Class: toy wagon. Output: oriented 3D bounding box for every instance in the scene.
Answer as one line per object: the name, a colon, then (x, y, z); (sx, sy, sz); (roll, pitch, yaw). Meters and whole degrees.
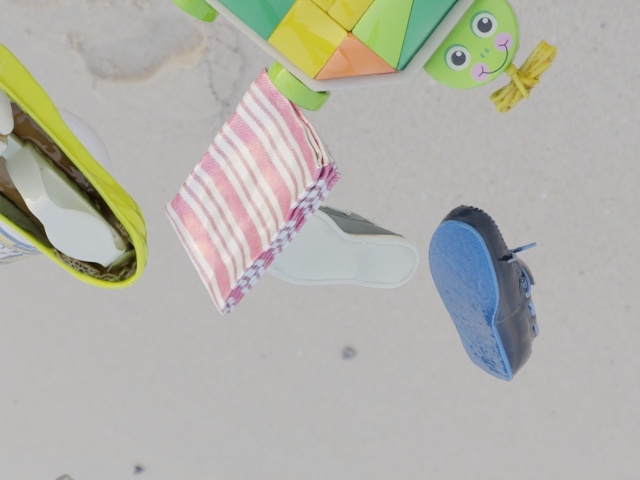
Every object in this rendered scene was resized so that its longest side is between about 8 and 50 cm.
toy wagon: (0.038, -0.230, 0.845); (0.344, 0.068, 0.267); (41, 111, 4)

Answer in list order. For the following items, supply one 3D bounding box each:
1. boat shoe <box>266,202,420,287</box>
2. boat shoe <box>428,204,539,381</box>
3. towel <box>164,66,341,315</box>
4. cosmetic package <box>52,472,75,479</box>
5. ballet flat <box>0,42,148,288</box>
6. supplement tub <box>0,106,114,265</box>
boat shoe: (0.000, 0.000, 1.610); (0.319, 0.116, 0.099); (12, -163, -33)
boat shoe: (0.180, 0.044, 1.160); (0.109, 0.089, 0.258); (29, 154, 32)
towel: (-0.073, -0.046, 1.005); (0.029, 0.144, 0.197); (9, 129, -46)
cosmetic package: (-0.287, 0.355, 0.869); (0.113, 0.160, 0.309); (41, 99, 4)
ballet flat: (-0.175, -0.048, 0.603); (0.077, 0.077, 0.231); (-39, 128, 5)
supplement tub: (-0.322, -0.050, 1.112); (0.199, 0.144, 0.144); (-13, 131, 47)
